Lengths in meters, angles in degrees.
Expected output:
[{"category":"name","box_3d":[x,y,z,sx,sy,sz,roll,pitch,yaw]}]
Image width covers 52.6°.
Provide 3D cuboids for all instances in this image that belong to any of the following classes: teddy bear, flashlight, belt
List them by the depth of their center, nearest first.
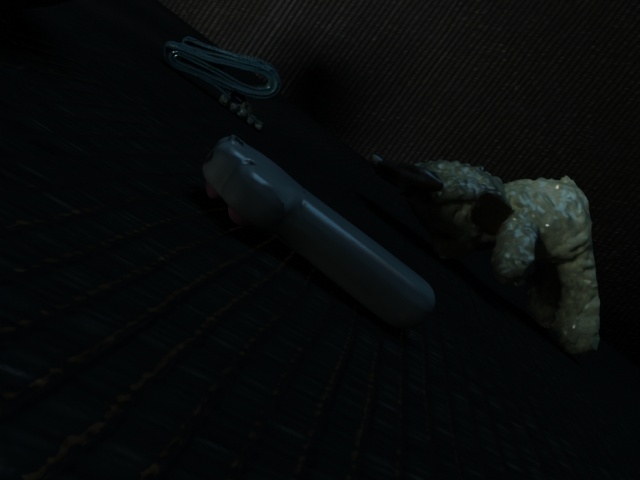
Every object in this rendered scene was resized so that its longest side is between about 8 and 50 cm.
[{"category":"flashlight","box_3d":[0.000,0.000,0.470,0.200,0.047,0.093,37,11,-15]},{"category":"belt","box_3d":[-0.152,-0.243,0.978,0.179,0.100,0.065,19,15,-11]},{"category":"teddy bear","box_3d":[0.282,0.018,1.156,0.361,0.376,0.327,-6,18,-3]}]

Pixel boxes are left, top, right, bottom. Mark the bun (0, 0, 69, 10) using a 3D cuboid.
[{"category":"bun","box_3d":[-0.274,-0.315,0.449,0.354,0.194,0.354,52,19,-25]}]
